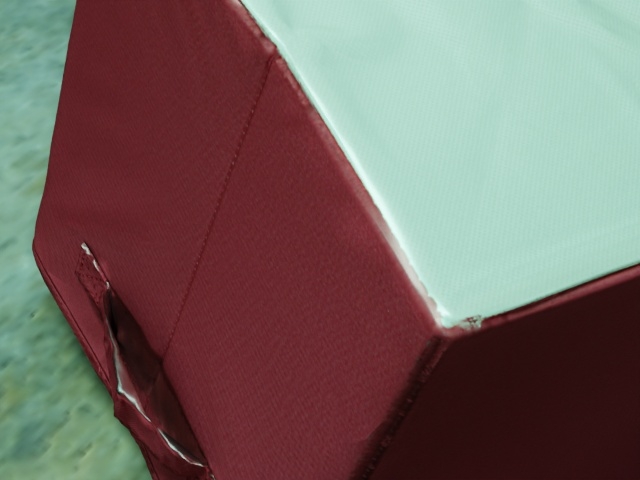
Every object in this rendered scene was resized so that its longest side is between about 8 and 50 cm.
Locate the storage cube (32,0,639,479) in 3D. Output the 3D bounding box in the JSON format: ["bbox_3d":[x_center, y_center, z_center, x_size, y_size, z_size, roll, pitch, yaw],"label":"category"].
[{"bbox_3d":[0.037,-0.013,0.477,0.215,0.193,0.183,-17,60,-28],"label":"storage cube"}]
